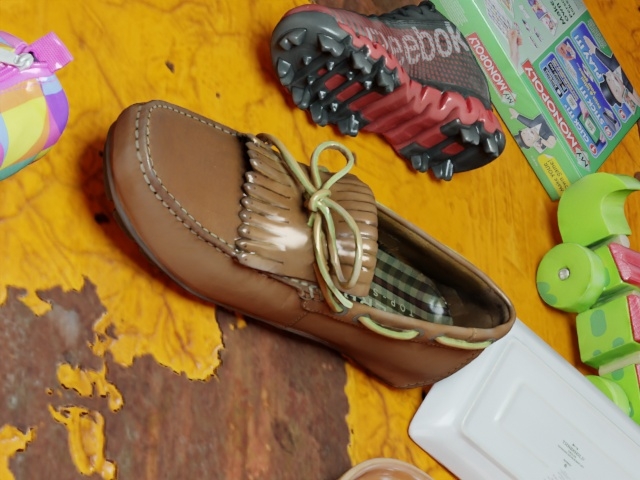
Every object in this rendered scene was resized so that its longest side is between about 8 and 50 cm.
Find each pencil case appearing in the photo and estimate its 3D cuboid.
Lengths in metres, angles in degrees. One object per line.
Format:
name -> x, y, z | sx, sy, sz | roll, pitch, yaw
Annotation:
pencil case -> -0.255, -0.062, 1.014 | 0.104, 0.104, 0.236 | 60, 38, -6

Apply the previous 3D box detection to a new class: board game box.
board game box -> 0.210, -0.222, 1.712 | 0.317, 0.046, 0.213 | 58, 38, -8

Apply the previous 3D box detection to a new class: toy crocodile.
toy crocodile -> 0.286, 0.099, 1.563 | 0.115, 0.105, 0.341 | 18, 56, -44

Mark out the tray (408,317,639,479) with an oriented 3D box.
tray -> 0.205, 0.182, 1.416 | 0.270, 0.030, 0.145 | 41, 70, -22

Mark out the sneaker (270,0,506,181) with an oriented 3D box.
sneaker -> 0.055, -0.154, 1.442 | 0.276, 0.097, 0.135 | 23, 53, -44

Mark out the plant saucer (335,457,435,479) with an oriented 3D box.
plant saucer -> 0.058, 0.264, 1.247 | 0.200, 0.037, 0.200 | 28, 49, -37

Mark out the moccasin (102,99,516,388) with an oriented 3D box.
moccasin -> 0.000, 0.003, 1.239 | 0.380, 0.147, 0.139 | 35, 45, -33
